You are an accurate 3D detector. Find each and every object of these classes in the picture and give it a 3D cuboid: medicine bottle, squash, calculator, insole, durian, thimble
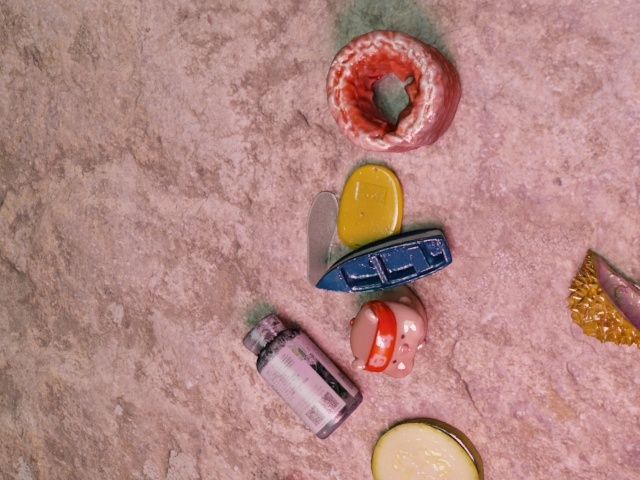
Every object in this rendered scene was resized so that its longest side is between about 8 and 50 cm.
[{"bbox_3d":[-0.048,0.304,1.440,0.293,0.141,0.141,45,116,10],"label":"medicine bottle"},{"bbox_3d":[0.240,0.517,1.406,0.252,0.049,0.252,5,101,26],"label":"squash"},{"bbox_3d":[0.105,-0.048,1.350,0.146,0.032,0.235,14,109,23],"label":"calculator"},{"bbox_3d":[0.000,0.000,1.427,0.080,0.003,0.232,13,107,23],"label":"insole"},{"bbox_3d":[0.540,0.123,1.141,0.132,0.165,0.182,-41,107,-3],"label":"durian"},{"bbox_3d":[0.144,-0.284,1.210,0.239,0.162,0.239,4,100,23],"label":"thimble"}]

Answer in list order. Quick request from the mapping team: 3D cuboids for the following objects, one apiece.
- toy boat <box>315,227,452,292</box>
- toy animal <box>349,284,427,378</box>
[{"bbox_3d":[0.126,0.048,1.317,0.299,0.062,0.096,-17,120,20],"label":"toy boat"},{"bbox_3d":[0.143,0.187,1.290,0.171,0.197,0.171,8,107,29],"label":"toy animal"}]
